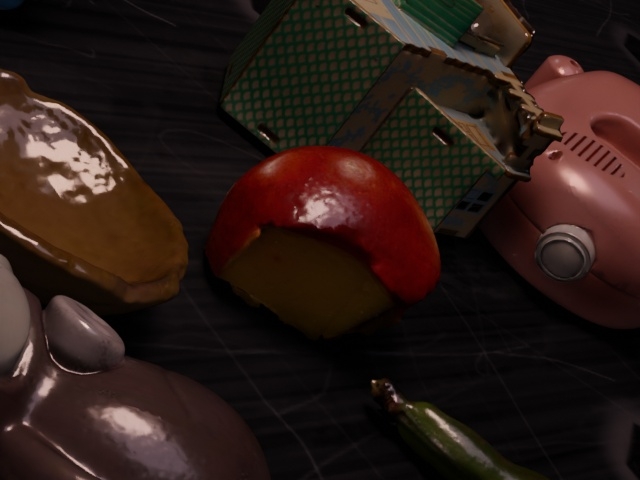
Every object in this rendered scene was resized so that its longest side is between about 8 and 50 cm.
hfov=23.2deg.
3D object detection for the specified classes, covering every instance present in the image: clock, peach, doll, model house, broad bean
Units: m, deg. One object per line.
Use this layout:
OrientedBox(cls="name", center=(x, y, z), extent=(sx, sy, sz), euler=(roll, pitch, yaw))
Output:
OrientedBox(cls="clock", center=(0.233, -0.037, 1.313), extent=(0.227, 0.142, 0.241), euler=(40, 30, 2))
OrientedBox(cls="peach", center=(-0.001, -0.008, 1.008), extent=(0.151, 0.151, 0.118), euler=(-77, 158, -61))
OrientedBox(cls="doll", center=(-0.117, 0.091, 0.677), extent=(0.257, 0.117, 0.182), euler=(34, -3, -12))
OrientedBox(cls="model house", center=(0.036, -0.141, 1.191), extent=(0.206, 0.178, 0.271), euler=(9, 42, -43))
OrientedBox(cls="broad bean", center=(0.153, 0.177, 0.976), extent=(0.297, 0.043, 0.060), euler=(33, 17, -10))

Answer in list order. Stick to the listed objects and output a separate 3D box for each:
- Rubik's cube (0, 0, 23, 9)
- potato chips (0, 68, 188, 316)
OrientedBox(cls="Rubik's cube", center=(-0.279, -0.393, 0.979), extent=(0.347, 0.351, 0.352), euler=(9, 41, -44))
OrientedBox(cls="potato chips", center=(-0.170, -0.026, 0.863), extent=(0.208, 0.062, 0.195), euler=(31, 22, -13))
